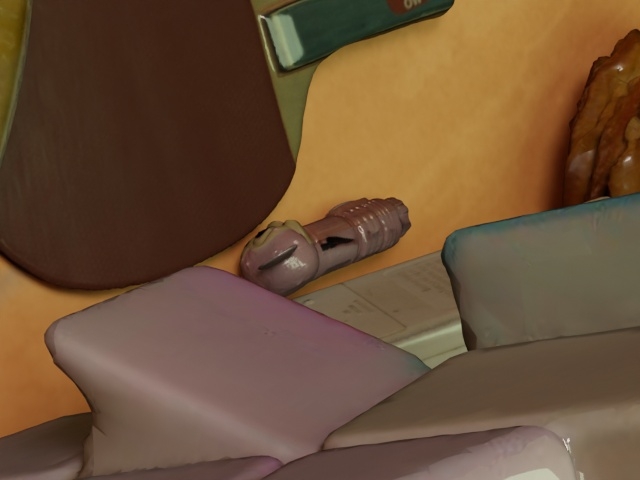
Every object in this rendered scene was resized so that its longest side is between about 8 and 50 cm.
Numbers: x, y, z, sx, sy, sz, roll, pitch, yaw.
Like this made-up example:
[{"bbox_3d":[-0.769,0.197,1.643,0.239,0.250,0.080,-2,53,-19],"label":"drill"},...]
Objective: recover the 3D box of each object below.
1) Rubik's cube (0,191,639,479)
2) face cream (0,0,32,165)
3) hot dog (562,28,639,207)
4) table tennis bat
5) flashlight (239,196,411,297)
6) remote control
[{"bbox_3d":[0.012,0.183,0.521,0.368,0.387,0.358,-17,97,-22],"label":"Rubik's cube"},{"bbox_3d":[-0.227,-0.077,0.483,0.285,0.067,0.139,9,90,-39],"label":"face cream"},{"bbox_3d":[0.221,-0.012,0.860,0.259,0.114,0.175,40,60,-35],"label":"hot dog"},{"bbox_3d":[-0.042,-0.077,0.685,0.274,0.021,0.154,-26,107,-37],"label":"table tennis bat"},{"bbox_3d":[0.000,0.000,0.713,0.110,0.052,0.031,-22,77,-47],"label":"flashlight"},{"bbox_3d":[0.066,0.026,0.697,0.190,0.087,0.029,-18,108,-17],"label":"remote control"}]
